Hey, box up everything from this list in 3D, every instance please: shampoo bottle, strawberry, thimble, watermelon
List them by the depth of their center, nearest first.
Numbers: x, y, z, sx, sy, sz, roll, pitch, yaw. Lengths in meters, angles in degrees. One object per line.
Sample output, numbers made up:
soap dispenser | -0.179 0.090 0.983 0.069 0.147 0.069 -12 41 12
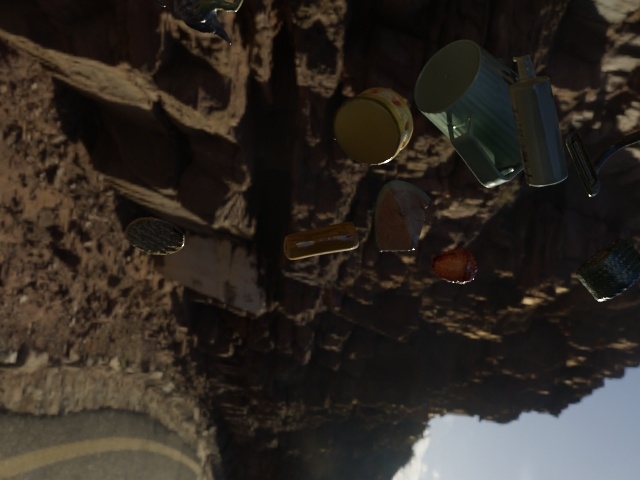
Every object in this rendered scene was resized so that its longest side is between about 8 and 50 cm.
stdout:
shampoo bottle | 0.438 -0.245 1.348 0.085 0.085 0.262 -90 163 -71
thimble | 0.645 0.066 1.477 0.135 0.090 0.118 -35 173 -31
watermelon | 0.184 -0.045 1.691 0.207 0.136 0.202 -62 -178 25
strawberry | 0.456 0.081 2.231 0.188 0.082 0.121 10 -87 60

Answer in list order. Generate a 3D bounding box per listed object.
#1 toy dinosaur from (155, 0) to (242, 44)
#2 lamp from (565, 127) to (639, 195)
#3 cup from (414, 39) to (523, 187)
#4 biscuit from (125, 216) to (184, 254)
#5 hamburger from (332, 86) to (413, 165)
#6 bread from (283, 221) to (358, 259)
toy dinosaur | -0.356 -0.700 1.911 0.162 0.294 0.077 -52 -176 12
lamp | 0.781 -0.274 1.720 0.203 0.283 0.124 48 24 -30
cup | 0.532 -0.399 2.101 0.310 0.392 0.401 -46 -141 22
biscuit | -0.329 -0.008 1.318 0.120 0.120 0.015 97 -5 -53
hamburger | 0.184 -0.414 2.396 0.261 0.302 0.186 62 36 -14
bread | 0.000 0.000 2.085 0.074 0.239 0.092 84 -6 -63
